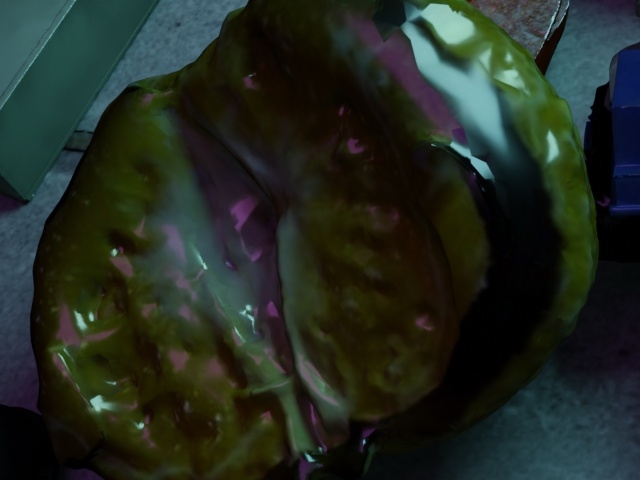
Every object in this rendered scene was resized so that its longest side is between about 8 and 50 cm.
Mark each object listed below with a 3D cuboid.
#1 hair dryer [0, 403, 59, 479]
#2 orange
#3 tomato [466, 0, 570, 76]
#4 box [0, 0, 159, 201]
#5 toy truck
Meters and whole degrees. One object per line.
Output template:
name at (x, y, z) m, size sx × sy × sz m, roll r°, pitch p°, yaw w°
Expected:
hair dryer at (-0.313, 0.198, 0.863) m, size 0.251 × 0.197 × 0.089 m, roll -48°, pitch 60°, yaw 14°
orange at (0.000, 0.000, 0.813) m, size 0.368 × 0.210 × 0.271 m, roll -28°, pitch 85°, yaw 31°
tomato at (0.073, -0.143, 0.963) m, size 0.225 × 0.085 × 0.225 m, roll -8°, pitch 63°, yaw 15°
box at (-0.240, -0.158, 1.072) m, size 0.129 × 0.086 × 0.225 m, roll 19°, pitch 69°, yaw 27°
toy truck at (0.230, -0.087, 0.802) m, size 0.161 × 0.177 × 0.213 m, roll -3°, pitch 28°, yaw 17°
